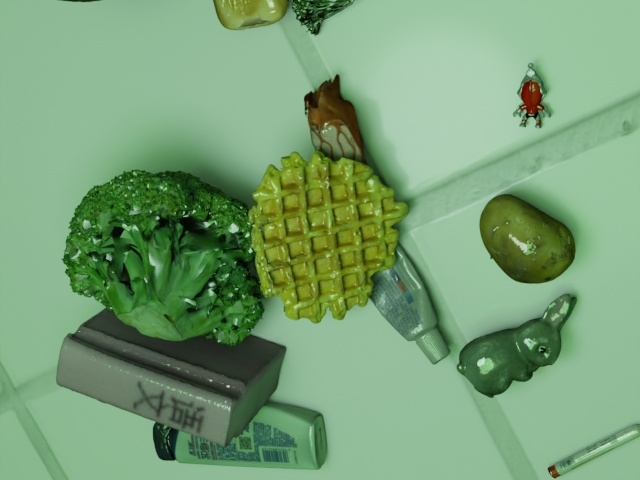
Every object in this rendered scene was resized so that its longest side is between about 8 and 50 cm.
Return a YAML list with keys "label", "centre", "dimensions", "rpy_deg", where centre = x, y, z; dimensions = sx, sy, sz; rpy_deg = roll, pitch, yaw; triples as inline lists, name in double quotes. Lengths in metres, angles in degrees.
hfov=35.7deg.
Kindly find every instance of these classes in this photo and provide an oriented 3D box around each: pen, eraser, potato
- label: "pen"
  centre: [0.512, 0.379, 1.814]
  dimensions: [0.218, 0.026, 0.026]
  rpy_deg: [-35, 93, 24]
- label: "eraser"
  centre: [-0.283, 0.241, 1.915]
  dimensions: [0.359, 0.272, 0.122]
  rpy_deg: [18, 114, 15]
- label: "potato"
  centre: [0.348, 0.002, 1.701]
  dimensions: [0.175, 0.137, 0.137]
  rpy_deg: [29, 113, 11]

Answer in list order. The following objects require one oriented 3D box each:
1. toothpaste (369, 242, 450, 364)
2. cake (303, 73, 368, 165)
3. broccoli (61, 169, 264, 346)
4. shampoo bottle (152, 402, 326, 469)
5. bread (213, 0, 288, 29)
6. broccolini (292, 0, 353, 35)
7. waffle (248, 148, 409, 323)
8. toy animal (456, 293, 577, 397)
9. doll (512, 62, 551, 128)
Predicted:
- label: "toothpaste"
  centre: [0.146, 0.103, 1.842]
  dimensions: [0.099, 0.068, 0.282]
  rpy_deg: [-32, 84, -5]
- label: "cake"
  centre: [0.034, -0.144, 1.777]
  dimensions: [0.098, 0.135, 0.287]
  rpy_deg: [-14, 112, 7]
- label: "broccoli"
  centre: [-0.283, 0.027, 1.825]
  dimensions: [0.321, 0.310, 0.413]
  rpy_deg: [23, 152, 41]
- label: "shampoo bottle"
  centre: [-0.170, 0.393, 2.026]
  dimensions: [0.359, 0.078, 0.134]
  rpy_deg: [-2, 102, 20]
- label: "bread"
  centre: [-0.142, -0.522, 1.725]
  dimensions: [0.141, 0.091, 0.305]
  rpy_deg: [-8, 104, 23]
- label: "broccolini"
  centre: [0.045, -0.471, 1.693]
  dimensions: [0.271, 0.062, 0.123]
  rpy_deg: [-34, 108, 30]
- label: "waffle"
  centre: [-0.001, -0.001, 1.752]
  dimensions: [0.307, 0.060, 0.312]
  rpy_deg: [21, 102, -24]
- label: "toy animal"
  centre: [0.356, 0.191, 1.758]
  dimensions: [0.236, 0.138, 0.108]
  rpy_deg: [-34, 60, 28]
- label: "doll"
  centre: [0.356, -0.244, 1.669]
  dimensions: [0.057, 0.039, 0.114]
  rpy_deg: [19, 123, 42]
